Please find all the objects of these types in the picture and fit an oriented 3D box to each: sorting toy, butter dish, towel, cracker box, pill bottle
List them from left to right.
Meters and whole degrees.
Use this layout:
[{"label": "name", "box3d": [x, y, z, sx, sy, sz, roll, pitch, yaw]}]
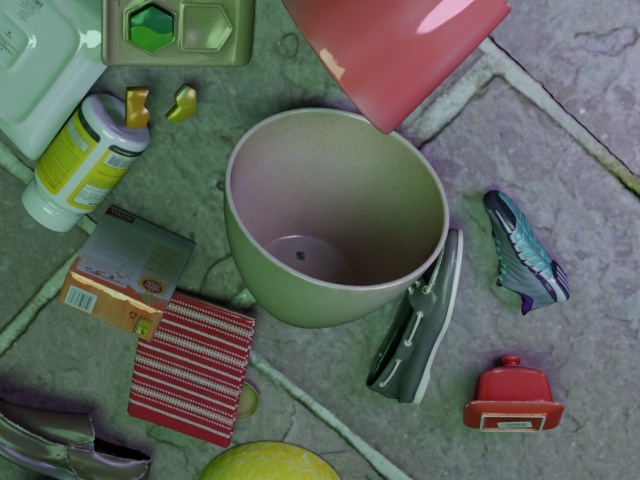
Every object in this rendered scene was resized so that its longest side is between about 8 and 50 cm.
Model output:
[{"label": "pill bottle", "box3d": [-0.370, -0.118, 1.827, 0.119, 0.119, 0.208, 39, 114, -12]}, {"label": "cracker box", "box3d": [-0.299, 0.048, 1.835, 0.155, 0.232, 0.067, 24, 118, -5]}, {"label": "sorting toy", "box3d": [-0.205, -0.307, 1.709, 0.229, 0.041, 0.307, -3, 118, -18]}, {"label": "towel", "box3d": [-0.223, 0.218, 2.013, 0.198, 0.031, 0.275, 18, 116, 8]}, {"label": "butter dish", "box3d": [0.314, 0.246, 1.927, 0.160, 0.118, 0.160, -1, 156, 6]}]

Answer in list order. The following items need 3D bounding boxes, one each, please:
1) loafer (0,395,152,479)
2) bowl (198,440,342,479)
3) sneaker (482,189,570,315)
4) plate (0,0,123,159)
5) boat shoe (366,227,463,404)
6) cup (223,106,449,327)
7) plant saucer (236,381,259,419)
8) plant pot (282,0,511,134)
[{"label": "loafer", "box3d": [-0.456, 0.348, 2.077, 0.366, 0.134, 0.130, 33, 92, -20]}, {"label": "bowl", "box3d": [-0.096, 0.518, 2.083, 0.289, 0.156, 0.289, 3, 116, 6]}, {"label": "sneaker", "box3d": [0.298, 0.027, 1.837, 0.098, 0.083, 0.224, -29, 110, 24]}, {"label": "plate", "box3d": [-0.464, -0.303, 1.756, 0.277, 0.045, 0.278, 44, 113, 1]}, {"label": "boat shoe", "box3d": [0.151, 0.125, 1.886, 0.095, 0.112, 0.335, 11, 120, -3]}, {"label": "cup", "box3d": [0.000, 0.000, 1.760, 0.331, 0.331, 0.237, 19, 141, -2]}, {"label": "plant saucer", "box3d": [-0.146, 0.275, 2.048, 0.083, 0.015, 0.083, 3, 117, 6]}, {"label": "plant pot", "box3d": [0.109, -0.323, 1.606, 0.243, 0.275, 0.275, -35, 107, 10]}]
